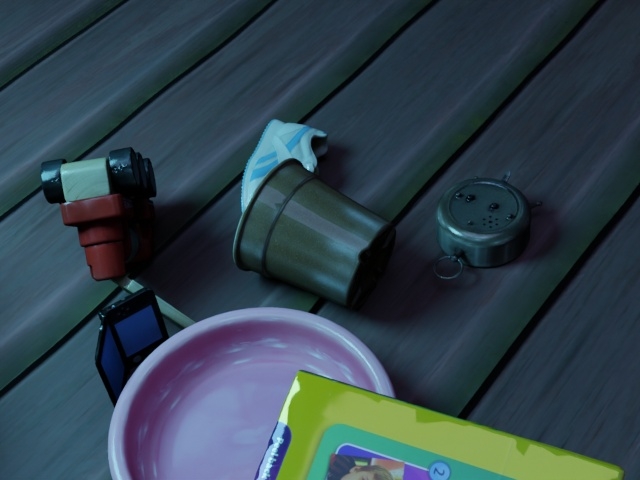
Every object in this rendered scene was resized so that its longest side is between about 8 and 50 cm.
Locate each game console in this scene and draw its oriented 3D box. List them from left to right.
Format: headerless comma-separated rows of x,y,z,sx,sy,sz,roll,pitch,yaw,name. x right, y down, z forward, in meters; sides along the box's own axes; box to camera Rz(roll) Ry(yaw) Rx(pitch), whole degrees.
-0.229,0.136,1.213,0.107,0.122,0.071,-29,52,-19,game console

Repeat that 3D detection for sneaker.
-0.054,-0.088,1.421,0.092,0.087,0.229,9,51,12,sneaker

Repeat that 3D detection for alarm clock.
0.212,-0.016,1.341,0.129,0.064,0.192,23,58,25,alarm clock

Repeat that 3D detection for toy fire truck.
-0.257,0.009,1.319,0.158,0.217,0.246,-9,89,-2,toy fire truck

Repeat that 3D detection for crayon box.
0.067,0.333,0.862,0.313,0.106,0.363,15,68,19,crayon box

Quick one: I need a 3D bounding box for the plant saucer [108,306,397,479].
-0.074,0.229,1.136,0.332,0.084,0.332,-3,47,4,plant saucer

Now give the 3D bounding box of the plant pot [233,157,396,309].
0.000,0.000,1.295,0.165,0.167,0.167,27,56,18,plant pot
